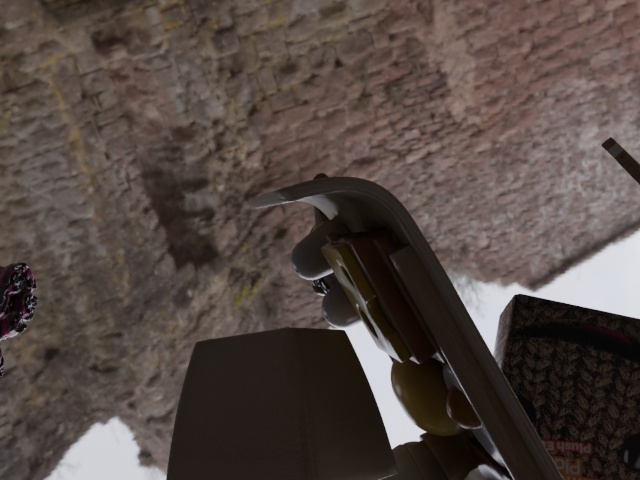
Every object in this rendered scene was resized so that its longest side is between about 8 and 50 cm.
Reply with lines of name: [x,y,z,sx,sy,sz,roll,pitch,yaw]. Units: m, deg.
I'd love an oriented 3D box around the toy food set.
toy food set: [0.046,0.096,0.548,0.092,0.306,0.220,-31,-175,-7]

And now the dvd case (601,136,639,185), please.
dvd case: [0.412,-0.015,0.904,0.018,0.164,0.221,-45,-124,19]

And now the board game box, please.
board game box: [0.341,0.246,1.097,0.231,0.291,0.141,11,165,8]

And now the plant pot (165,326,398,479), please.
plant pot: [-0.027,0.107,0.514,0.109,0.096,0.109,-13,167,29]

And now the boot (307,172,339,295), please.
boot: [0.000,0.000,0.853,0.042,0.119,0.087,-13,167,-37]

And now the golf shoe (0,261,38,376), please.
golf shoe: [-0.315,0.091,0.702,0.085,0.068,0.186,-2,-144,9]
